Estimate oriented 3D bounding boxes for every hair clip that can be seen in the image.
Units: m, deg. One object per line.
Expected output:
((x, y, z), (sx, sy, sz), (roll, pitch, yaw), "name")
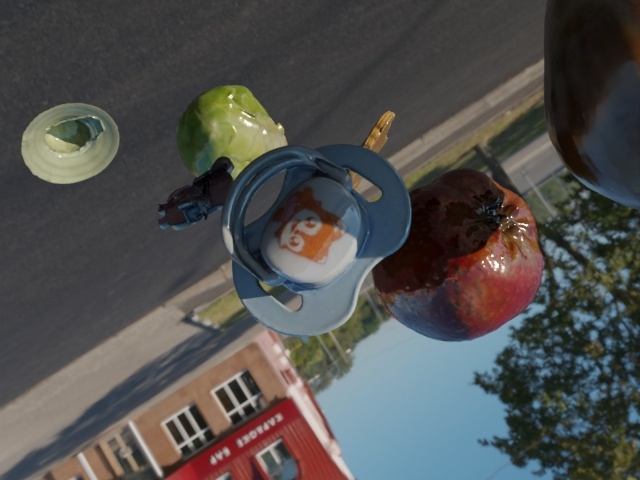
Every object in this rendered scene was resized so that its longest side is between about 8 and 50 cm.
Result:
((-0.202, -0.067, 1.090), (0.146, 0.056, 0.187), (-28, -159, 3), "hair clip")

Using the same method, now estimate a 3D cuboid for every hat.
((-0.660, -0.276, 1.736), (0.252, 0.110, 0.252), (-22, 143, -18), "hat")

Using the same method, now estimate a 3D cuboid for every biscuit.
((0.090, -0.170, 1.442), (0.162, 0.035, 0.250), (-33, 153, -60), "biscuit")

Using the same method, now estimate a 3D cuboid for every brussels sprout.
((-0.255, -0.279, 1.853), (0.273, 0.243, 0.316), (-38, 143, 10), "brussels sprout")

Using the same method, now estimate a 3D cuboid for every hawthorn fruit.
((0.209, 0.048, 1.134), (0.287, 0.287, 0.330), (-27, 163, -42), "hawthorn fruit")

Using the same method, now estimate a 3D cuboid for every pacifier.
((0.000, 0.000, 1.018), (0.299, 0.244, 0.233), (-52, 156, -2), "pacifier")

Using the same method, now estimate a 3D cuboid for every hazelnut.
((0.424, -0.221, 0.831), (0.315, 0.372, 0.372), (-34, 173, 29), "hazelnut")
